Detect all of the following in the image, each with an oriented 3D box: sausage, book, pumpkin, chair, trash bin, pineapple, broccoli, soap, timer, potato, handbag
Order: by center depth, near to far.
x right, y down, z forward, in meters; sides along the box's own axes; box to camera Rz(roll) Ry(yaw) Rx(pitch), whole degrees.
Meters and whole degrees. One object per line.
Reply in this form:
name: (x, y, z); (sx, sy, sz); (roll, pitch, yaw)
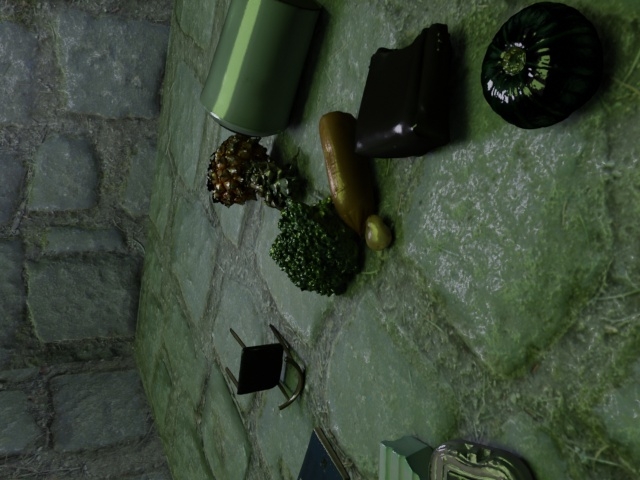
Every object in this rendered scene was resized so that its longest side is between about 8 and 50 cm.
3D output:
pumpkin: (0.348, -0.279, 0.937); (0.202, 0.140, 0.202); (2, 92, 57)
timer: (0.298, 0.485, 1.104); (0.208, 0.069, 0.191); (-2, 88, 45)
handbag: (0.181, -0.310, 1.253); (0.285, 0.113, 0.257); (-177, 91, -67)
soap: (0.208, 0.601, 1.281); (0.172, 0.095, 0.290); (9, 100, 58)
potato: (0.135, -0.019, 1.398); (0.068, 0.062, 0.083); (-17, 107, 32)
sausage: (0.070, -0.164, 1.451); (0.112, 0.112, 0.329); (-31, 66, 56)
broccoli: (0.000, 0.000, 1.547); (0.288, 0.247, 0.246); (111, 180, -51)
trash bin: (-0.180, -0.515, 1.705); (0.280, 0.280, 0.432); (57, 134, 42)
book: (-0.001, 0.714, 1.718); (0.191, 0.025, 0.269); (48, 132, 46)
pineapple: (-0.172, -0.187, 1.814); (0.271, 0.262, 0.263); (21, 112, 33)
chair: (-0.186, 0.404, 1.874); (0.272, 0.166, 0.188); (34, 121, 54)
